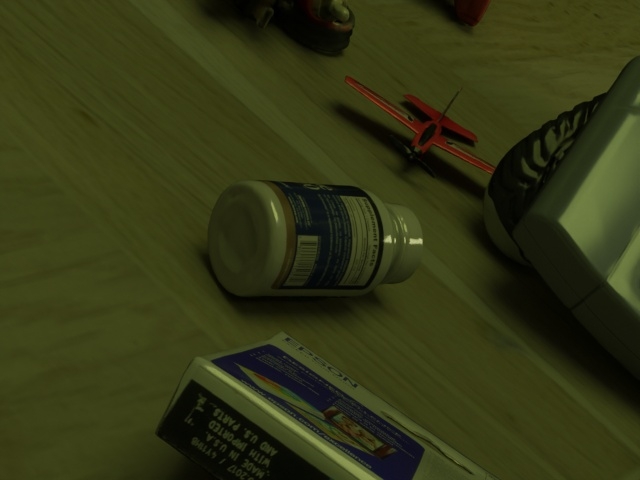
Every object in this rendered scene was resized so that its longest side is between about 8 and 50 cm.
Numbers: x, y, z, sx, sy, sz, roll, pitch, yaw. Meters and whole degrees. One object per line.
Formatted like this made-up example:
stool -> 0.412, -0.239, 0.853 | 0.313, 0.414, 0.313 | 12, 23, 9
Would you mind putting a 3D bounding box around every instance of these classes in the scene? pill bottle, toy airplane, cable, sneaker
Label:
pill bottle -> 0.000, 0.000, 0.836 | 0.120, 0.067, 0.067 | 2, 39, -40
toy airplane -> 0.083, -0.085, 1.084 | 0.151, 0.028, 0.151 | 23, 30, -14
cable -> -0.041, -0.247, 1.187 | 0.139, 0.072, 0.287 | 20, 29, -26
sneaker -> 0.274, -0.043, 1.097 | 0.385, 0.147, 0.145 | -16, 75, -31

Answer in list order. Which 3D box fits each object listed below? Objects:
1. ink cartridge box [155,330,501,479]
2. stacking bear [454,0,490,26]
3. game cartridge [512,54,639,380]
ink cartridge box -> 0.037, 0.120, 0.672 | 0.206, 0.045, 0.208 | 34, 5, 7
stacking bear -> 0.048, -0.347, 1.351 | 0.289, 0.164, 0.175 | 22, 29, -4
game cartridge -> 0.281, 0.031, 0.948 | 0.297, 0.062, 0.198 | 38, 55, -1
